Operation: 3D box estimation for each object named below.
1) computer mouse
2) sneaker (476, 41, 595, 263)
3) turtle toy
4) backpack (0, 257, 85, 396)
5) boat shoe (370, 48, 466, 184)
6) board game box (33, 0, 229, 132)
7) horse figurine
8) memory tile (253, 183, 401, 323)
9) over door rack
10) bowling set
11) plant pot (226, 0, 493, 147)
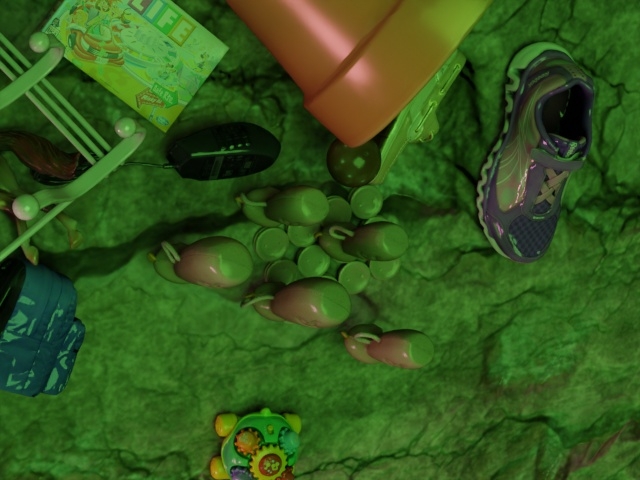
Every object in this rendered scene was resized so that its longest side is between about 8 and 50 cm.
[{"bbox_3d":[-0.157,-0.085,1.339,0.242,0.071,0.041,-5,72,-16],"label":"computer mouse"},{"bbox_3d":[0.234,-0.085,1.461,0.095,0.104,0.236,2,106,-23],"label":"sneaker"},{"bbox_3d":[-0.063,0.238,1.461,0.095,0.066,0.130,2,105,-22],"label":"turtle toy"},{"bbox_3d":[-0.276,0.081,1.317,0.101,0.098,0.120,19,85,-34],"label":"backpack"},{"bbox_3d":[0.096,-0.127,1.416,0.059,0.063,0.170,26,94,-20],"label":"boat shoe"},{"bbox_3d":[-0.177,-0.188,1.310,0.154,0.026,0.103,37,90,-26],"label":"board game box"},{"bbox_3d":[-0.332,-0.015,1.255,0.263,0.066,0.174,-41,78,-6],"label":"horse figurine"},{"bbox_3d":[0.008,0.013,1.452,0.148,0.012,0.113,-24,113,-13],"label":"memory tile"},{"bbox_3d":[-0.343,-0.065,1.177,0.324,0.108,0.239,-44,80,-5],"label":"over door rack"},{"bbox_3d":[0.000,0.000,1.379,0.287,0.154,0.200,29,75,-24],"label":"bowling set"},{"bbox_3d":[0.035,-0.257,1.249,0.203,0.291,0.291,36,91,-11],"label":"plant pot"}]
